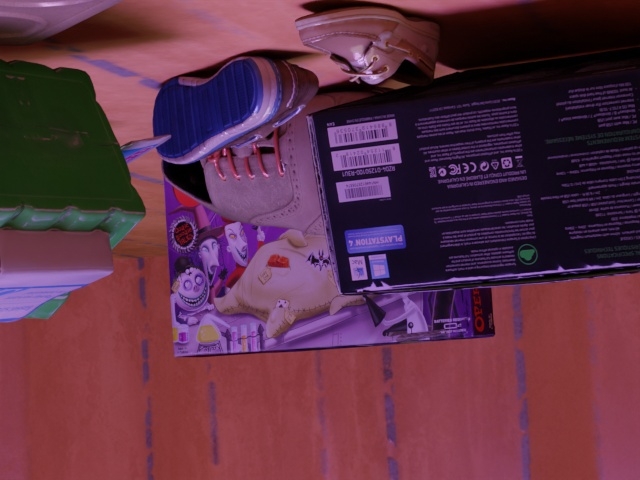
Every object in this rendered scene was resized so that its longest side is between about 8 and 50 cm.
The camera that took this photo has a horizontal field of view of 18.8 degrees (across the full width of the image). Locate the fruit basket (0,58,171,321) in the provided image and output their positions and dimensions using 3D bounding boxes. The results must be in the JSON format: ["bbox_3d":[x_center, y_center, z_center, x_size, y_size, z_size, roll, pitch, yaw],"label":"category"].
[{"bbox_3d":[-0.296,0.022,1.207,0.353,0.165,0.327,-35,166,20],"label":"fruit basket"}]

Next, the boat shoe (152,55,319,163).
[{"bbox_3d":[-0.065,-0.094,1.449,0.066,0.066,0.183,-2,176,-32],"label":"boat shoe"}]

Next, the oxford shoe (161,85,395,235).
[{"bbox_3d":[-0.032,-0.060,1.601,0.130,0.123,0.348,5,172,-23],"label":"oxford shoe"}]

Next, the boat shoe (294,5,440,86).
[{"bbox_3d":[0.035,-0.124,1.253,0.050,0.045,0.135,-8,174,40],"label":"boat shoe"}]

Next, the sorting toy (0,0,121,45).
[{"bbox_3d":[-0.229,-0.132,1.056,0.229,0.041,0.307,-6,178,-30],"label":"sorting toy"}]

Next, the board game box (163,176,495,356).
[{"bbox_3d":[0.000,0.000,1.828,0.347,0.208,0.056,-7,171,35],"label":"board game box"}]

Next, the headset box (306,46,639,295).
[{"bbox_3d":[0.168,-0.060,1.356,0.246,0.131,0.283,-6,-172,27],"label":"headset box"}]
